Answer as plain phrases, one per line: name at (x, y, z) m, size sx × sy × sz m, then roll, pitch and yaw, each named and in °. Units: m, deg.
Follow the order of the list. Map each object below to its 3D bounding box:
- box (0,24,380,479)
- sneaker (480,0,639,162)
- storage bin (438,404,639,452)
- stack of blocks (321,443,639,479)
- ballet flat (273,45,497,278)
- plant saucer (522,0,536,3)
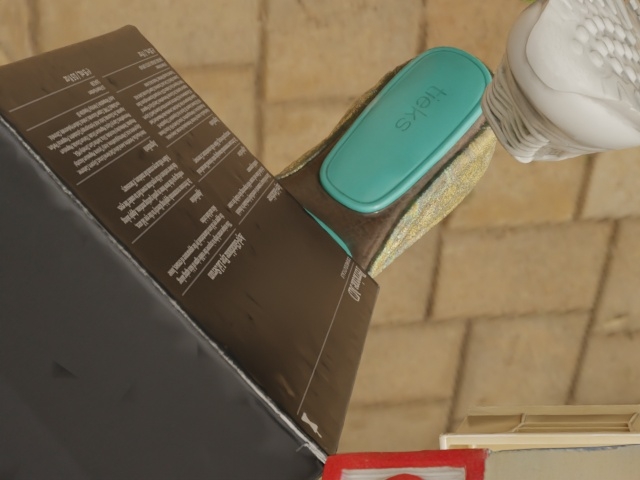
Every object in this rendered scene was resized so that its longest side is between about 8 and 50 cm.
box at (-0.077, 0.016, 0.650) m, size 0.184 × 0.261 × 0.103 m, roll 44°, pitch 102°, yaw -4°
sneaker at (0.124, -0.073, 0.779) m, size 0.094 × 0.090 × 0.235 m, roll -25°, pitch 174°, yaw 19°
storage bin at (0.263, 0.302, 1.518) m, size 0.260 × 0.123 × 0.262 m, roll -2°, pitch 98°, yaw 15°
stack of blocks at (0.126, 0.165, 0.421) m, size 0.171 × 0.087 × 0.297 m, roll -5°, pitch 141°, yaw 24°
ballet flat at (0.000, 0.000, 1.074) m, size 0.348 × 0.123 × 0.123 m, roll -42°, pitch 145°, yaw -22°
plant saucer at (0.102, -0.240, 1.029) m, size 0.045 × 0.188 × 0.188 m, roll -20°, pitch 101°, yaw 5°
